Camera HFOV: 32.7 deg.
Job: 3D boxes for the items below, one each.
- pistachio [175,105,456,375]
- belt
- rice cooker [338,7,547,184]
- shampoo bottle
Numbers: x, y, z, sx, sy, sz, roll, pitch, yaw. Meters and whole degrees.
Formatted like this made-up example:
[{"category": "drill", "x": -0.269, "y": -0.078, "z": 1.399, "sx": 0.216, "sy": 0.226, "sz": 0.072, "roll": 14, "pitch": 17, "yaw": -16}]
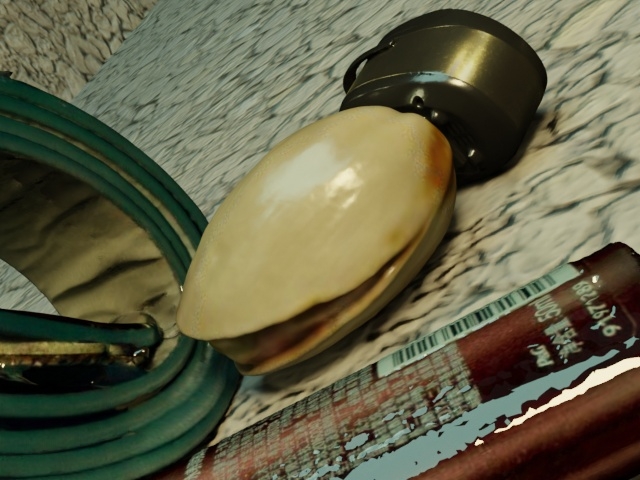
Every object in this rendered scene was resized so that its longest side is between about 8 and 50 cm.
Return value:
[{"category": "pistachio", "x": 0.000, "y": 0.000, "z": 0.736, "sx": 0.215, "sy": 0.144, "sz": 0.144, "roll": -48, "pitch": 21, "yaw": 4}, {"category": "belt", "x": -0.251, "y": 0.042, "z": 0.728, "sx": 0.173, "sy": 0.436, "sz": 0.300, "roll": -27, "pitch": 66, "yaw": 30}, {"category": "rice cooker", "x": 0.085, "y": -0.100, "z": 0.797, "sx": 0.165, "sy": 0.112, "sz": 0.106, "roll": -17, "pitch": 39, "yaw": 48}, {"category": "shampoo bottle", "x": 0.011, "y": 0.112, "z": 0.485, "sx": 0.323, "sy": 0.084, "sz": 0.129, "roll": -28, "pitch": 18, "yaw": 4}]
